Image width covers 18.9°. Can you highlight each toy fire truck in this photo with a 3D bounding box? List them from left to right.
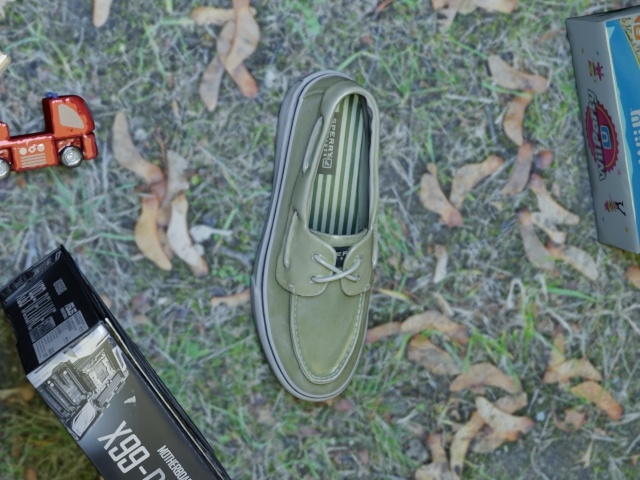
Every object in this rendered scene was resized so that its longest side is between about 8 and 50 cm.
[{"bbox_3d":[-0.292,-0.118,1.634,0.192,0.047,0.135,-11,100,-16],"label":"toy fire truck"}]

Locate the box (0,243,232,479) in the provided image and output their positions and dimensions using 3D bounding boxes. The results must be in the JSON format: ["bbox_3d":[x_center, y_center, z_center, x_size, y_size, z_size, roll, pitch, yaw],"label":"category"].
[{"bbox_3d":[-0.157,0.145,1.577,0.076,0.307,0.242,-36,106,-5],"label":"box"}]

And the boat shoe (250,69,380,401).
[{"bbox_3d":[0.000,0.000,1.715,0.109,0.094,0.302,-2,98,-17],"label":"boat shoe"}]

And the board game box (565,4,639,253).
[{"bbox_3d":[0.401,-0.129,1.817,0.303,0.097,0.224,-13,101,-14],"label":"board game box"}]
